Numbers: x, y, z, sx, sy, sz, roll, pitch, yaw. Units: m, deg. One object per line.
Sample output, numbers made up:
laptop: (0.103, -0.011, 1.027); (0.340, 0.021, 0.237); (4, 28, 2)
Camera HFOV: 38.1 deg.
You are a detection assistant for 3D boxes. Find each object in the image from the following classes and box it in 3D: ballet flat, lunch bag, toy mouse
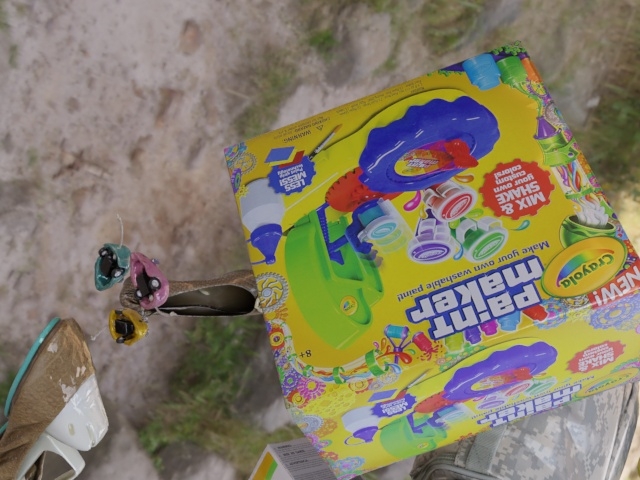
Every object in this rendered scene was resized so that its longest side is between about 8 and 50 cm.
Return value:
ballet flat: (-0.166, 0.086, 1.346); (0.058, 0.249, 0.084); (-100, -165, -54)
lunch bag: (0.242, 0.209, 1.080); (0.305, 0.212, 0.256); (-59, 148, -30)
toy mouse: (-0.202, 0.041, 1.002); (0.031, 0.161, 0.143); (-9, 96, -44)
ballet flat: (-0.335, 0.234, 1.136); (0.342, 0.124, 0.116); (-54, 179, 30)

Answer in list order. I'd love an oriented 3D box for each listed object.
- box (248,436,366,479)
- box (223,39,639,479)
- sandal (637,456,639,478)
box: (-0.041, 0.366, 1.209); (0.114, 0.103, 0.203); (0, 126, -42)
box: (0.098, 0.019, 0.828); (0.177, 0.290, 0.279); (64, 7, -54)
sandal: (0.725, 0.386, 1.637); (0.138, 0.317, 0.126); (55, 26, -55)
